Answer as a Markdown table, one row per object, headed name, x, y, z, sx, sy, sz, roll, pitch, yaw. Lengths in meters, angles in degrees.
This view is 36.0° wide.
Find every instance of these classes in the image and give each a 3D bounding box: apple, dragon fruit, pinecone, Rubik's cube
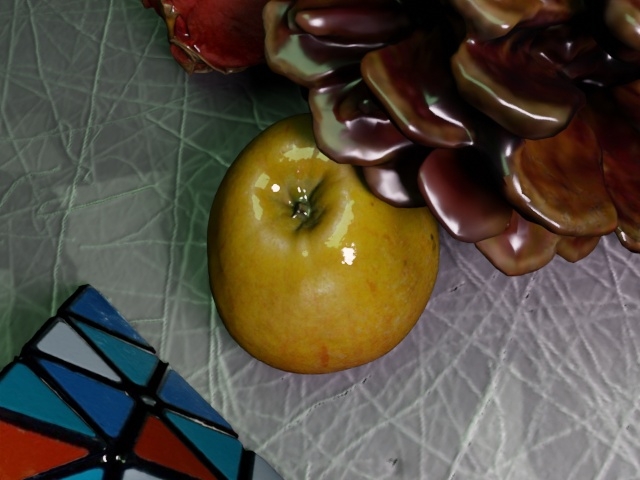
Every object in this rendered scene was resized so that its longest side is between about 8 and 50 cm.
| name | x | y | z | sx | sy | sz | roll | pitch | yaw |
| --- | --- | --- | --- | --- | --- | --- | --- | --- | --- |
| apple | 0.000 | 0.000 | 0.703 | 0.182 | 0.155 | 0.182 | -3 | 66 | 6 |
| dragon fruit | -0.065 | -0.204 | 0.819 | 0.218 | 0.148 | 0.224 | 19 | 29 | 9 |
| pinecone | 0.171 | -0.172 | 0.605 | 0.398 | 0.397 | 0.397 | -4 | 65 | 9 |
| Rubik's cube | -0.198 | 0.195 | 0.656 | 0.284 | 0.250 | 0.234 | 40 | 98 | 19 |
